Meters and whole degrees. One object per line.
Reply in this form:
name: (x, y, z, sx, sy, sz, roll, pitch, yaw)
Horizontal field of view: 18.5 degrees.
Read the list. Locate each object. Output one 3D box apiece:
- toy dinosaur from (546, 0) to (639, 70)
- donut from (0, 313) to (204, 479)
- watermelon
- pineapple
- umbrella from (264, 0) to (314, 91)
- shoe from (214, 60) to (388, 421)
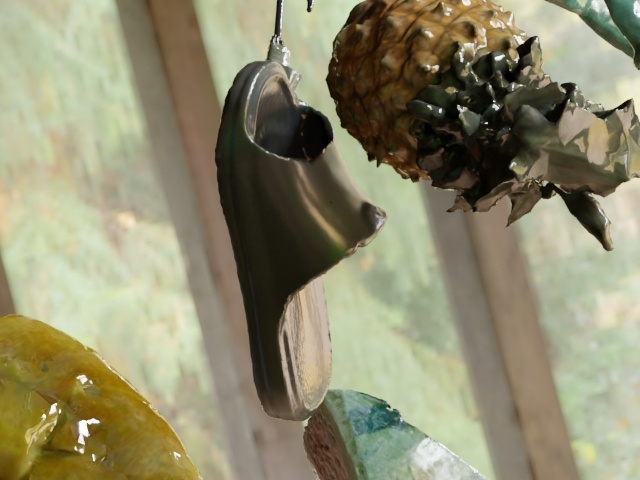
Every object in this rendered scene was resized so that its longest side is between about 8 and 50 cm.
toy dinosaur: (0.160, -0.271, 1.409, 0.383, 0.331, 0.129, -45, -14, -33)
donut: (-0.223, 0.191, 1.084, 0.360, 0.360, 0.170, -14, -32, -36)
watermelon: (0.061, 0.183, 1.436, 0.180, 0.081, 0.094, 27, -20, 14)
pineapple: (0.094, -0.074, 1.120, 0.128, 0.128, 0.248, -14, 24, -17)
umbrella: (-0.043, -0.073, 1.416, 0.044, 0.269, 0.044, 8, -28, 2)
shoe: (0.000, 0.000, 1.233, 0.093, 0.241, 0.108, 1, 23, 17)
